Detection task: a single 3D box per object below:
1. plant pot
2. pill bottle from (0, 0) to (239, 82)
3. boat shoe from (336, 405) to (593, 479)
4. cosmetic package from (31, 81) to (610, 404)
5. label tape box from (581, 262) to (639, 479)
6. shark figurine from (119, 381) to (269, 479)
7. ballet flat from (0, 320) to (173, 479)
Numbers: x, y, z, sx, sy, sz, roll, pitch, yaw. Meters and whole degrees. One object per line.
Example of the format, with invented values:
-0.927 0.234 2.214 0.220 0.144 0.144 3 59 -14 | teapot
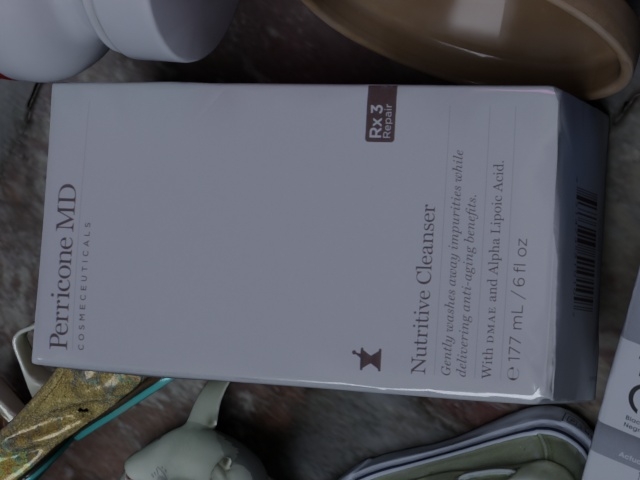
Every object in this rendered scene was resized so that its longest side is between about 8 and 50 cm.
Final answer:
0.106 -0.187 1.238 0.237 0.237 0.110 15 77 17 | plant pot
-0.268 -0.235 1.339 0.407 0.229 0.229 9 116 20 | pill bottle
0.081 0.219 1.473 0.302 0.094 0.109 -33 97 33 | boat shoe
0.000 0.000 1.332 0.385 0.156 0.217 1 86 21 | cosmetic package
0.333 0.076 1.268 0.249 0.115 0.348 20 127 17 | label tape box
-0.059 0.217 1.506 0.116 0.278 0.166 34 96 -31 | shark figurine
-0.235 0.136 1.566 0.348 0.123 0.123 -39 94 27 | ballet flat
